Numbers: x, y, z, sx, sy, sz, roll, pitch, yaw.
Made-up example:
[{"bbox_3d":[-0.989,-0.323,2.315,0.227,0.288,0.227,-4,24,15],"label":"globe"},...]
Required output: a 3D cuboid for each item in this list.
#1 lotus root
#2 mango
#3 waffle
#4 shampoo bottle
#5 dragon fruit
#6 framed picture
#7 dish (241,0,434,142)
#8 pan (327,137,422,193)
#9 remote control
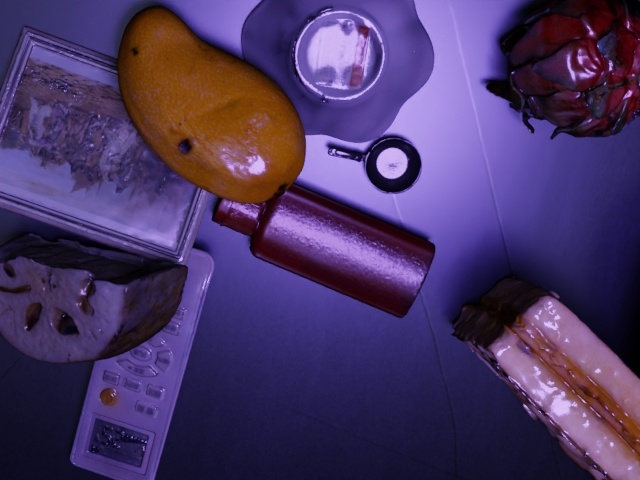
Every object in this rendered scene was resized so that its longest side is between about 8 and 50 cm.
[{"bbox_3d":[-0.274,0.068,1.482,0.235,0.119,0.138,5,110,27],"label":"lotus root"},{"bbox_3d":[-0.128,-0.147,1.462,0.157,0.109,0.262,-42,82,-15],"label":"mango"},{"bbox_3d":[0.326,0.209,1.497,0.114,0.261,0.376,-44,95,1],"label":"waffle"},{"bbox_3d":[0.000,0.000,1.548,0.260,0.064,0.102,22,102,-8],"label":"shampoo bottle"},{"bbox_3d":[0.302,-0.197,1.464,0.188,0.182,0.182,-20,105,-17],"label":"dragon fruit"},{"bbox_3d":[-0.251,-0.106,1.508,0.274,0.017,0.217,18,87,-7],"label":"framed picture"},{"bbox_3d":[0.021,-0.215,1.489,0.229,0.081,0.229,-1,103,-3],"label":"dish"},{"bbox_3d":[0.064,-0.096,1.548,0.115,0.023,0.068,14,103,-9],"label":"pan"},{"bbox_3d":[-0.215,0.145,1.583,0.109,0.055,0.313,18,106,3],"label":"remote control"}]
